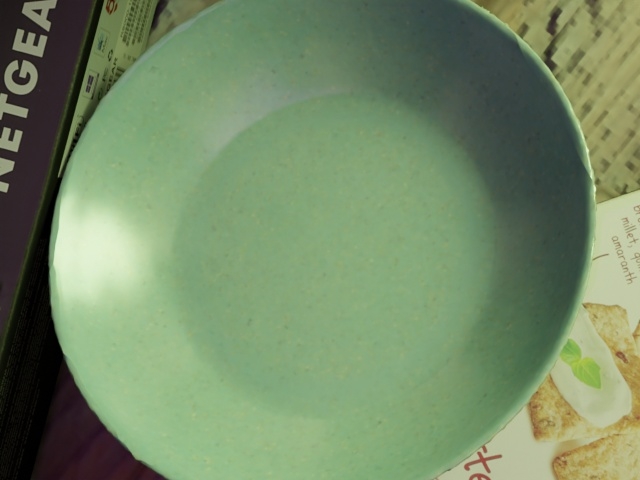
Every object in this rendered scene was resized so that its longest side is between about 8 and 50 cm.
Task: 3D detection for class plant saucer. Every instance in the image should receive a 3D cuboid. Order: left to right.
[{"bbox_3d":[0.000,0.000,0.463,0.195,0.037,0.195,-5,71,16],"label":"plant saucer"}]

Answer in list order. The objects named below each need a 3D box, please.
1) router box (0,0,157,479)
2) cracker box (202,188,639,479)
[{"bbox_3d":[-0.222,0.001,0.527,0.243,0.081,0.309,15,92,8],"label":"router box"},{"bbox_3d":[0.092,0.072,0.493,0.232,0.067,0.156,-20,88,9],"label":"cracker box"}]
